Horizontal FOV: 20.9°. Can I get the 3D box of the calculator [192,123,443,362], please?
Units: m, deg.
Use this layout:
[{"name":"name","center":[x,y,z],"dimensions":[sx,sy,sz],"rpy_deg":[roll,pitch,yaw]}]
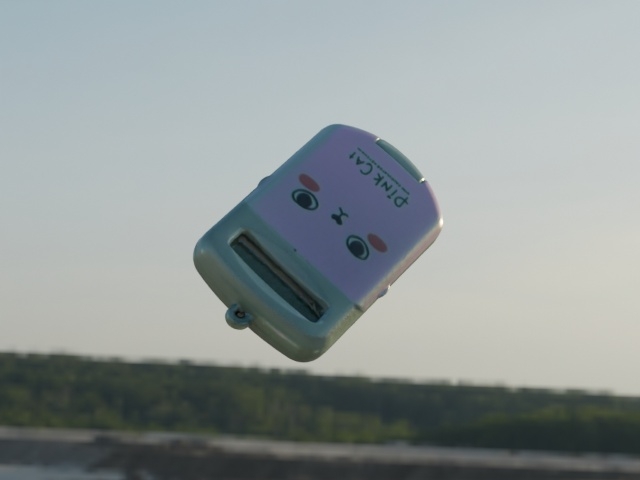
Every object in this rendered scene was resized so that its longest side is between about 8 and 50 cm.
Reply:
[{"name":"calculator","center":[0.000,0.000,1.448],"dimensions":[0.246,0.141,0.045],"rpy_deg":[-42,-6,-37]}]
